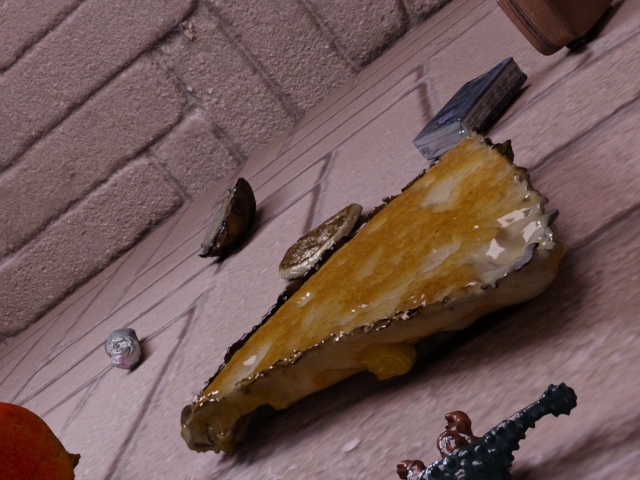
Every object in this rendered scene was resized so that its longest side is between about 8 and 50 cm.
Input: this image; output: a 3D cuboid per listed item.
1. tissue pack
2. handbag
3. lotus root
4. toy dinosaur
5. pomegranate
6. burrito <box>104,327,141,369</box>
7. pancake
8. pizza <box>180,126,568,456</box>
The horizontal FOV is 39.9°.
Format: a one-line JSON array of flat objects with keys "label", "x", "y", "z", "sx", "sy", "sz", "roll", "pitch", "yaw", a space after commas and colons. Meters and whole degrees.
[{"label": "tissue pack", "x": 0.214, "y": -0.187, "z": 1.263, "sx": 0.156, "sy": 0.051, "sz": 0.112, "roll": -47, "pitch": 14, "yaw": -30}, {"label": "handbag", "x": 0.346, "y": -0.360, "z": 1.265, "sx": 0.072, "sy": 0.151, "sz": 0.193, "roll": -28, "pitch": 18, "yaw": 52}, {"label": "lotus root", "x": -0.181, "y": -0.039, "z": 1.842, "sx": 0.167, "sy": 0.078, "sz": 0.329, "roll": -60, "pitch": 10, "yaw": 14}, {"label": "toy dinosaur", "x": 0.085, "y": 0.133, "z": 0.512, "sx": 0.154, "sy": 0.049, "sz": 0.055, "roll": -43, "pitch": 9, "yaw": 8}, {"label": "pomegranate", "x": -0.375, "y": 0.279, "z": 0.990, "sx": 0.210, "sy": 0.210, "sz": 0.235, "roll": -35, "pitch": -14, "yaw": 17}, {"label": "burrito", "x": -0.350, "y": 0.187, "z": 1.554, "sx": 0.064, "sy": 0.064, "sz": 0.203, "roll": -42, "pitch": 12, "yaw": -11}, {"label": "pancake", "x": 0.000, "y": 0.000, "z": 1.276, "sx": 0.158, "sy": 0.028, "sz": 0.158, "roll": -40, "pitch": 12, "yaw": 10}, {"label": "pizza", "x": 0.078, "y": 0.022, "z": 0.870, "sx": 0.434, "sy": 0.080, "sz": 0.392, "roll": -28, "pitch": 17, "yaw": 37}]
